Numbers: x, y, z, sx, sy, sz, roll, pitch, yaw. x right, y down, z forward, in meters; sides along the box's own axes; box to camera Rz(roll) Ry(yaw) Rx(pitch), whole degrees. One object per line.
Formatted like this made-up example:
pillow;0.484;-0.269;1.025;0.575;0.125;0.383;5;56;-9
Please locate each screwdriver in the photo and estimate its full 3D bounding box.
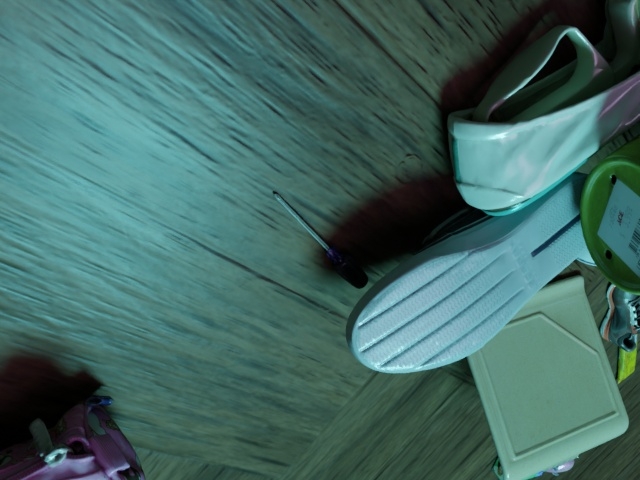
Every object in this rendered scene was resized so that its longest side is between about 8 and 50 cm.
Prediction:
screwdriver;0.000;0.000;0.727;0.024;0.025;0.170;-42;125;3

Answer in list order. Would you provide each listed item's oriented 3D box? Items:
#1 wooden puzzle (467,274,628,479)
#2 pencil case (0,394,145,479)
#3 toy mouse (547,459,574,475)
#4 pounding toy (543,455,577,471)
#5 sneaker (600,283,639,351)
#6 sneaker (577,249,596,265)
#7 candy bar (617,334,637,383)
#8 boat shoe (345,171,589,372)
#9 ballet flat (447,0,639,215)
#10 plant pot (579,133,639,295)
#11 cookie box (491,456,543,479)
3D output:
wooden puzzle;0.307;0.187;0.960;0.220;0.044;0.239;-14;88;-22
pencil case;-0.349;0.286;0.622;0.385;0.160;0.167;-23;103;-14
toy mouse;0.430;0.400;1.270;0.143;0.031;0.161;-43;134;3
pounding toy;0.338;0.253;1.051;0.100;0.130;0.141;-11;136;-26
sneaker;0.479;0.107;1.062;0.061;0.065;0.158;-23;132;-16
sneaker;0.433;0.022;0.951;0.258;0.094;0.091;-3;122;-30
candy bar;0.524;0.192;1.184;0.040;0.018;0.162;-32;133;-12
boat shoe;0.165;0.032;0.772;0.335;0.119;0.121;-29;107;-14
ballet flat;0.299;-0.179;0.711;0.400;0.139;0.139;-34;134;-4
plant pot;0.427;-0.043;0.695;0.293;0.275;0.275;-11;128;-15
cookie box;0.355;0.361;1.189;0.091;0.040;0.107;-3;123;-29
